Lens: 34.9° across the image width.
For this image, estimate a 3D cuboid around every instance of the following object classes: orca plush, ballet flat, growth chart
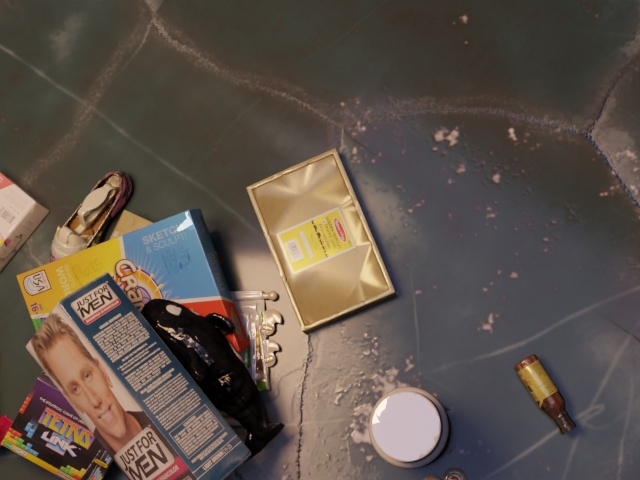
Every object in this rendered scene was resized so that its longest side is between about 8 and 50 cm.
[{"bbox_3d":[-0.182,0.213,1.547,0.151,0.102,0.287,-27,91,11],"label":"orca plush"},{"bbox_3d":[-0.401,-0.029,1.729,0.077,0.079,0.221,33,85,13],"label":"ballet flat"},{"bbox_3d":[-0.154,0.193,1.675,0.172,0.021,0.237,5,79,9],"label":"growth chart"}]

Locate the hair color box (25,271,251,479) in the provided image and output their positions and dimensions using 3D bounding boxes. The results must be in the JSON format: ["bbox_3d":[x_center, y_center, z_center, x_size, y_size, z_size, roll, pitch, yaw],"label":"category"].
[{"bbox_3d":[-0.278,0.238,1.525,0.347,0.174,0.105,51,47,4],"label":"hair color box"}]

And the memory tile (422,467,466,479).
[{"bbox_3d":[0.170,0.425,1.582,0.148,0.012,0.113,-20,76,4],"label":"memory tile"}]

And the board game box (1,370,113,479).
[{"bbox_3d":[-0.401,0.305,1.627,0.170,0.048,0.141,30,108,-5],"label":"board game box"}]

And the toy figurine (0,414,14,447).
[{"bbox_3d":[-0.563,0.272,1.663,0.130,0.173,0.159,-33,88,-17],"label":"toy figurine"}]

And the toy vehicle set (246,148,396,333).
[{"bbox_3d":[0.000,0.000,1.684,0.166,0.035,0.267,-22,76,3],"label":"toy vehicle set"}]

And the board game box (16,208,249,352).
[{"bbox_3d":[-0.304,0.113,1.648,0.316,0.064,0.242,-21,90,11],"label":"board game box"}]

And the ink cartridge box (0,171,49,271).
[{"bbox_3d":[-0.581,-0.014,1.760,0.115,0.067,0.198,37,84,14],"label":"ink cartridge box"}]

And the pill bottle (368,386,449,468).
[{"bbox_3d":[0.134,0.279,1.517,0.119,0.208,0.119,-2,78,9],"label":"pill bottle"}]

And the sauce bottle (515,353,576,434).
[{"bbox_3d":[0.351,0.239,1.578,0.042,0.042,0.128,-30,74,1],"label":"sauce bottle"}]

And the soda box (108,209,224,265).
[{"bbox_3d":[-0.258,0.015,1.709,0.181,0.058,0.061,24,83,13],"label":"soda box"}]
